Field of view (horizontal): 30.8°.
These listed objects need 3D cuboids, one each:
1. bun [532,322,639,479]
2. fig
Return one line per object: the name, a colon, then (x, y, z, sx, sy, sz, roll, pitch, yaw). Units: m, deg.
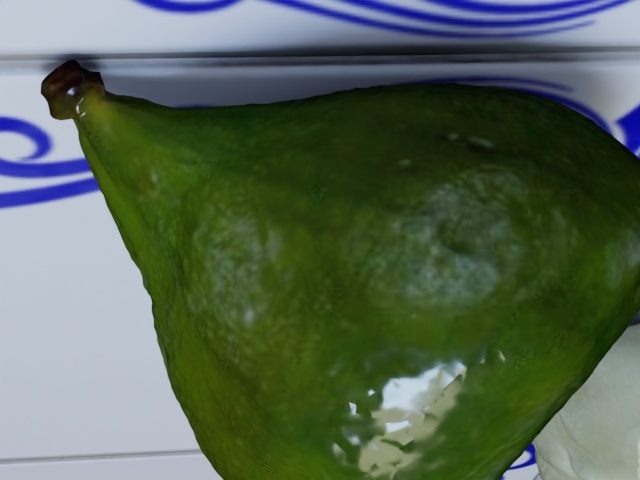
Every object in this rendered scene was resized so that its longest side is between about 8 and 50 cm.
bun: (0.251, 0.134, 0.747, 0.229, 0.145, 0.229, -3, 156, -1)
fig: (0.000, 0.000, 0.473, 0.235, 0.203, 0.203, 35, 151, 9)
